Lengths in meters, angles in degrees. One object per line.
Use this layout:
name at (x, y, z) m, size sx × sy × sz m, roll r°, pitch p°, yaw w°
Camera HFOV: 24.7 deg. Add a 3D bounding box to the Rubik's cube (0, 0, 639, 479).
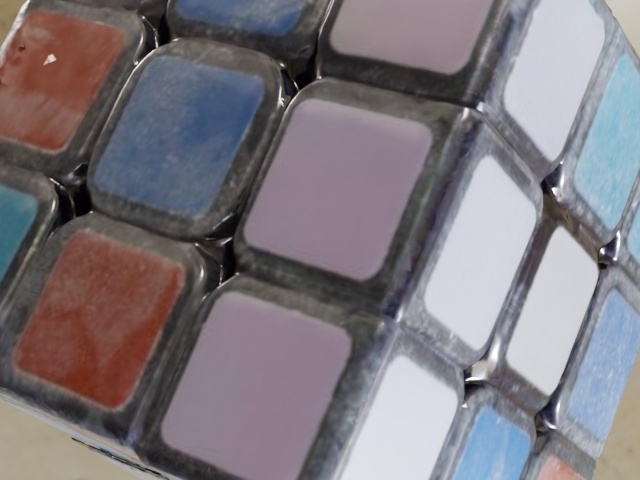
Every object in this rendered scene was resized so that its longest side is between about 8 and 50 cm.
Rubik's cube at (0.000, 0.000, 0.931) m, size 0.358 × 0.362 × 0.363 m, roll 19°, pitch -14°, yaw 31°
